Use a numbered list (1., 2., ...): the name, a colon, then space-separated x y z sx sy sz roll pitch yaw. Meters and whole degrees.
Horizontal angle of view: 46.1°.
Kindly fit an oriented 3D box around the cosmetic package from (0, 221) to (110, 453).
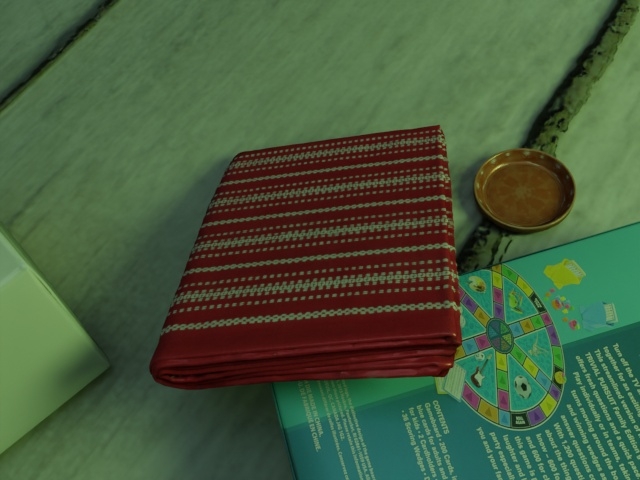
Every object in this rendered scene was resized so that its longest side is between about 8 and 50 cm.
1. cosmetic package: -0.363 0.114 0.520 0.365 0.155 0.197 -41 59 -17

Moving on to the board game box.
1. board game box: 0.152 0.136 0.485 0.336 0.079 0.254 -16 57 -3

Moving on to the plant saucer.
1. plant saucer: 0.171 -0.041 0.632 0.083 0.013 0.083 -3 57 5

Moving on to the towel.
1. towel: 0.000 0.000 0.557 0.199 0.031 0.275 -6 35 11
